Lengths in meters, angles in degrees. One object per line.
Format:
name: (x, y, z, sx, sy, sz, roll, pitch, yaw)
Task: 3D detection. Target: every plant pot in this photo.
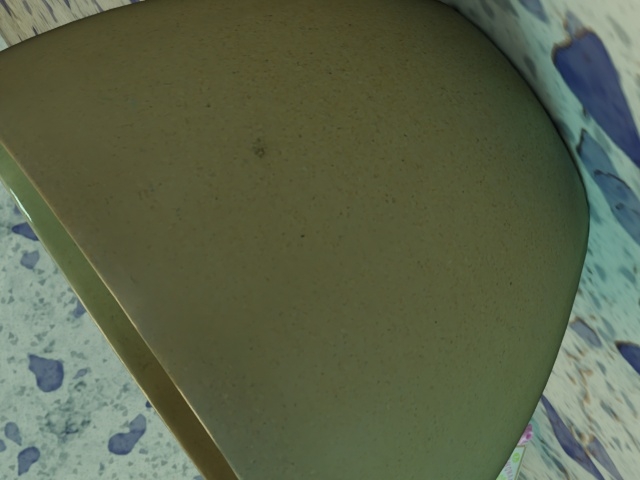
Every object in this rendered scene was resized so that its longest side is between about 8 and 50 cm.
plant pot: (0.000, 0.000, 0.719, 0.284, 0.191, 0.284, 52, 169, 14)

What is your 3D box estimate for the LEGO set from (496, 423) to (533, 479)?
LEGO set: (0.038, 0.160, 1.050, 0.287, 0.107, 0.132, -59, 47, 34)
